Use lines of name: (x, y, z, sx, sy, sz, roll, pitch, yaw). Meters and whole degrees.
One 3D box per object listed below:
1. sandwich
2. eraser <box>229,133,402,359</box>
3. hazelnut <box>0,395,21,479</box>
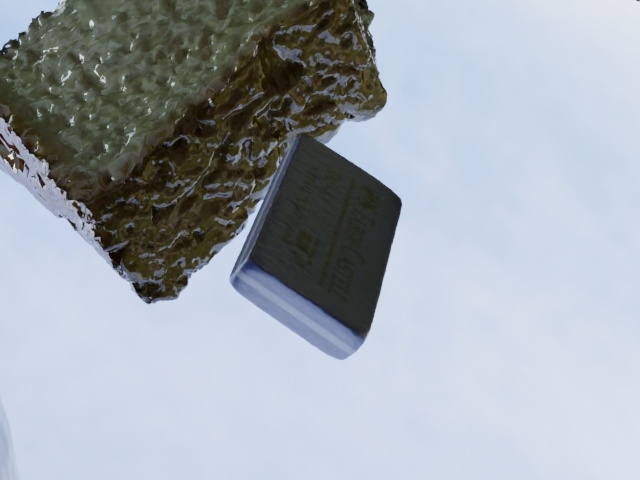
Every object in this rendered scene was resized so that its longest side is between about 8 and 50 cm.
sandwich: (-0.093, -0.133, 1.377, 0.262, 0.325, 0.131, 37, 167, 48)
eraser: (0.000, 0.000, 1.058, 0.082, 0.036, 0.225, 34, -156, -6)
hazelnut: (-0.337, 0.159, 0.995, 0.402, 0.402, 0.429, -10, -87, -55)
